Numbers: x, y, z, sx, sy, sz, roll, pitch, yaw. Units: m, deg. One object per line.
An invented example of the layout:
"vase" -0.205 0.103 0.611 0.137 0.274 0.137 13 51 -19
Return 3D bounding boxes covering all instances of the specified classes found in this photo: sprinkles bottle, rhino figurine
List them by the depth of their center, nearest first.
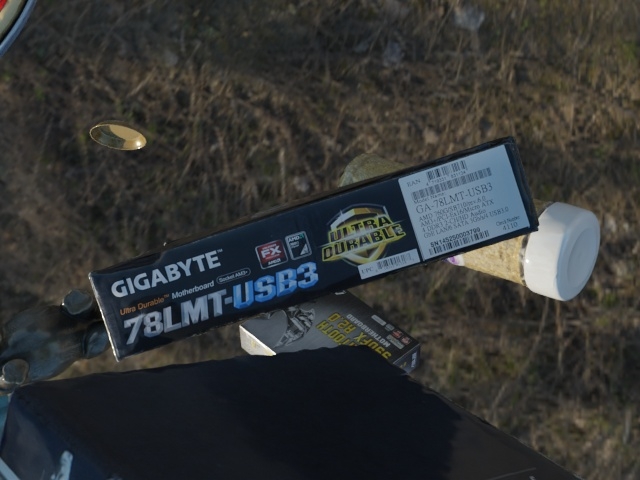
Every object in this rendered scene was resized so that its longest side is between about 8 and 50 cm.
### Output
"rhino figurine" -0.306 0.113 1.106 0.073 0.243 0.106 68 162 3
"sprinkles bottle" 0.191 -0.025 1.543 0.355 0.121 0.121 18 133 35

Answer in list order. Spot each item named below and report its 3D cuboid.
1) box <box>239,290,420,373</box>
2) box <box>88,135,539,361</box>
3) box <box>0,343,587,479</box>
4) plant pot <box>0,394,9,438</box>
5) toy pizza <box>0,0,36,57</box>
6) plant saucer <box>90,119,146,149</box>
"box" 0.014 0.165 1.816 0.231 0.183 0.056 36 142 34
"box" 0.000 0.000 0.880 0.293 0.295 0.073 -16 92 3
"box" 0.037 0.371 0.584 0.472 0.297 0.480 28 109 42
"plant pot" -0.590 0.183 1.601 0.235 0.293 0.293 -21 129 -22
"toy pizza" -0.301 -0.189 0.894 0.201 0.201 0.032 -15 148 23
"plant saucer" -0.298 -0.158 1.694 0.083 0.015 0.083 5 159 2
